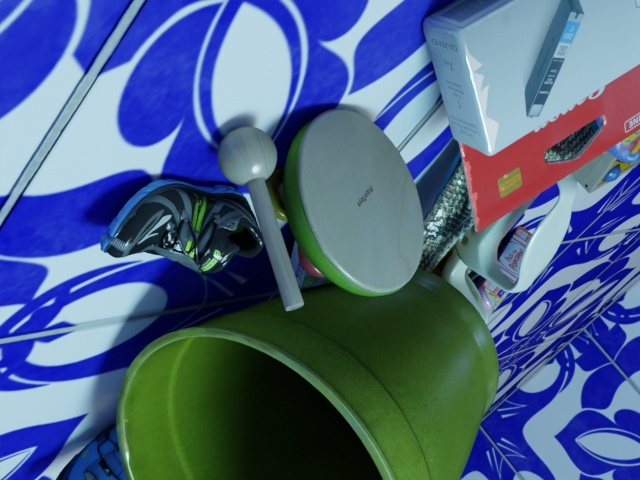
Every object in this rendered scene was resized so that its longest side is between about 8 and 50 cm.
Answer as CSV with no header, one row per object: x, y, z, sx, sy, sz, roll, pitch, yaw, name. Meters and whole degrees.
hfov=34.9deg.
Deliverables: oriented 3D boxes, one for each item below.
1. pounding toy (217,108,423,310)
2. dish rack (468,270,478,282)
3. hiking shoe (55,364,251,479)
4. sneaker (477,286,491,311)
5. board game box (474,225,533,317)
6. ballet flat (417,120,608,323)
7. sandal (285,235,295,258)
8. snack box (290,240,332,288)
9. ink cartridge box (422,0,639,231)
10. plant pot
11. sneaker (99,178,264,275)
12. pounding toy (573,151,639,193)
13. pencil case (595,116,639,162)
-0.012,-0.021,0.972,0.110,0.182,0.237,-20,173,38,pounding toy
0.161,0.106,1.612,0.208,0.074,0.271,-35,160,-6,dish rack
-0.204,0.226,1.246,0.304,0.113,0.132,-35,150,-32,hiking shoe
0.226,0.113,1.586,0.057,0.047,0.119,-18,153,-12,sneaker
0.290,0.084,1.744,0.147,0.045,0.193,-51,173,-42,board game box
0.183,0.010,1.289,0.164,0.182,0.482,-15,150,-47,ballet flat
0.000,0.000,1.165,0.067,0.040,0.179,-22,154,-37,sandal
0.027,-0.018,1.111,0.100,0.037,0.141,-10,134,-31,snack box
0.264,-0.169,1.036,0.296,0.066,0.261,-32,126,-16,ink cartridge box
0.027,0.197,1.157,0.353,0.366,0.366,-31,161,-49,plant pot
-0.114,-0.008,0.905,0.067,0.078,0.188,-49,156,26,sneaker
0.464,-0.148,1.532,0.141,0.100,0.130,-27,157,-26,pounding toy
0.446,-0.240,1.283,0.119,0.133,0.306,22,125,-25,pencil case
